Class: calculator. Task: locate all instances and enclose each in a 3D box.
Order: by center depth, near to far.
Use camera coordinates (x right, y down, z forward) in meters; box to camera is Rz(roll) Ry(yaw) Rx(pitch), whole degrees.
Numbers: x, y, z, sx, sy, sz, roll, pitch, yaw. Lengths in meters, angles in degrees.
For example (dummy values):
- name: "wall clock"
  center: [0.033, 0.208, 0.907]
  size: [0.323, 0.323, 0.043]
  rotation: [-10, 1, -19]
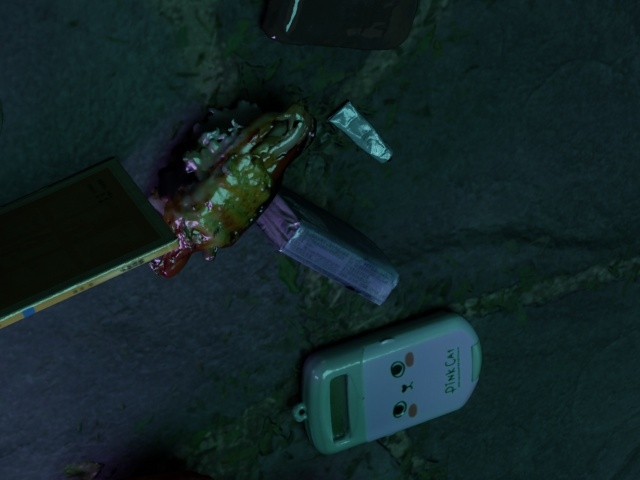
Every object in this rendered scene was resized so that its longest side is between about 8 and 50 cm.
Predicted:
- name: "calculator"
  center: [0.077, 0.165, 1.770]
  size: [0.246, 0.045, 0.141]
  rotation: [-16, 124, -20]

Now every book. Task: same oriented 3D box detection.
- name: "book"
  center: [-0.268, 0.012, 1.397]
  size: [0.242, 0.170, 0.018]
  rotation: [-24, 128, -15]

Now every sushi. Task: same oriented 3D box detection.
- name: "sushi"
  center: [-0.102, -0.061, 1.502]
  size: [0.226, 0.103, 0.097]
  rotation: [-52, 156, 3]

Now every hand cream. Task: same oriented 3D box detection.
- name: "hand cream"
  center: [0.045, -0.112, 1.606]
  size: [0.030, 0.019, 0.093]
  rotation: [-45, 123, 3]

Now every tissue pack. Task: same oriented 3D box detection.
- name: "tissue pack"
  center: [0.000, 0.000, 1.581]
  size: [0.156, 0.112, 0.051]
  rotation: [29, 102, -38]

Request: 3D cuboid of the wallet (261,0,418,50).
- name: "wallet"
  center: [0.049, -0.331, 1.458]
  size: [0.165, 0.042, 0.309]
  rotation: [1, 117, -29]

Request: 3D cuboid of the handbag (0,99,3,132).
- name: "handbag"
  center: [-0.391, -0.009, 1.219]
  size: [0.241, 0.109, 0.315]
  rotation: [13, 113, -23]

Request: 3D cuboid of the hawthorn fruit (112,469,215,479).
- name: "hawthorn fruit"
  center: [-0.151, 0.336, 1.658]
  size: [0.243, 0.207, 0.207]
  rotation: [-33, 135, -47]
